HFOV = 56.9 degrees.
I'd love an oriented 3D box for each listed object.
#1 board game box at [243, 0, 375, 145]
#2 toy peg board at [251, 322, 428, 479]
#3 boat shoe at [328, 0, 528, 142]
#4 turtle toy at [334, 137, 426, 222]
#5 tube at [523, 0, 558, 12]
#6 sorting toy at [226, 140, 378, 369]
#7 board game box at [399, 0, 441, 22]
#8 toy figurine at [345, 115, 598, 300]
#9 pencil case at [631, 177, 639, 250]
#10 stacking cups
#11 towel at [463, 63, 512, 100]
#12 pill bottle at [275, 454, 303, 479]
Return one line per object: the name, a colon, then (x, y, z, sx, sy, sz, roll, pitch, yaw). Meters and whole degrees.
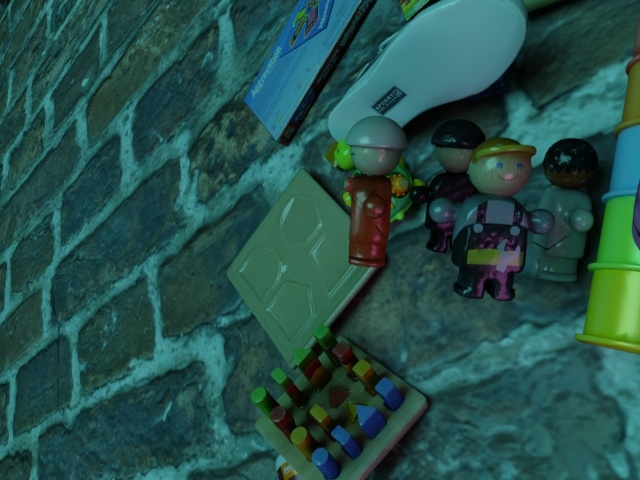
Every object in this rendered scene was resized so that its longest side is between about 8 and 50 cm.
board game box: (-0.022, -0.307, 0.947, 0.281, 0.027, 0.145, -55, 48, 22)
toy peg board: (0.009, 0.190, 0.694, 0.161, 0.079, 0.160, -44, 41, -15)
boat shoe: (0.120, -0.207, 0.694, 0.301, 0.108, 0.102, -32, 27, 57)
turtle toy: (0.065, -0.075, 0.740, 0.095, 0.066, 0.130, -40, 64, 10)
tube: (0.300, -0.296, 0.581, 0.240, 0.062, 0.070, -8, 115, 41)
sorting toy: (0.000, 0.000, 0.844, 0.307, 0.041, 0.229, -52, 50, 16)
board game box: (0.167, -0.375, 0.748, 0.170, 0.048, 0.141, -35, 58, 36)
toy figurine: (0.143, -0.043, 0.567, 0.209, 0.212, 0.148, 16, 106, 48)
pencil case: (0.256, -0.049, 0.361, 0.095, 0.209, 0.098, -48, 57, -3)
stacking cups: (0.297, -0.058, 0.513, 0.096, 0.096, 0.317, 5, 79, 47)
towel: (0.194, -0.228, 0.695, 0.067, 0.029, 0.120, -6, 76, 47)
pill bottle: (-0.006, 0.301, 0.732, 0.086, 0.086, 0.152, -47, 50, 29)
